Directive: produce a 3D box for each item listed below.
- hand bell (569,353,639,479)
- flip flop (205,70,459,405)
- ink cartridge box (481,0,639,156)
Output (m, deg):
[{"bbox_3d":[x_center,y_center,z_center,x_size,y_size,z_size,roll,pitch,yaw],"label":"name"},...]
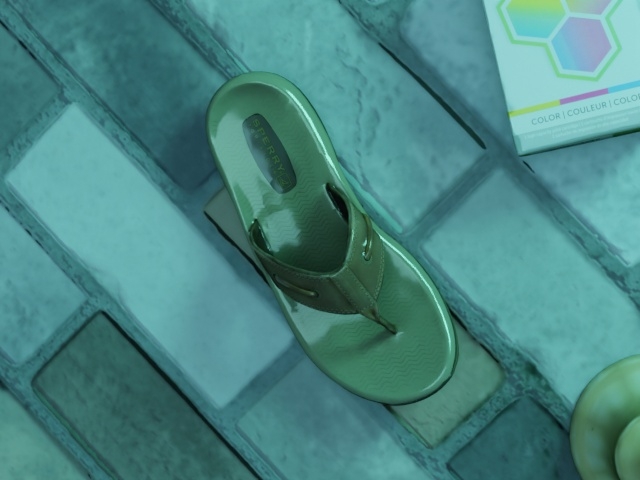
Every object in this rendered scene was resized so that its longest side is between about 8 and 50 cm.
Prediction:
[{"bbox_3d":[0.227,0.150,0.909,0.126,0.242,0.126,0,92,10],"label":"hand bell"},{"bbox_3d":[0.000,0.000,1.019,0.112,0.080,0.277,-29,88,10],"label":"flip flop"},{"bbox_3d":[0.171,-0.172,0.992,0.109,0.062,0.209,-12,90,10],"label":"ink cartridge box"}]
